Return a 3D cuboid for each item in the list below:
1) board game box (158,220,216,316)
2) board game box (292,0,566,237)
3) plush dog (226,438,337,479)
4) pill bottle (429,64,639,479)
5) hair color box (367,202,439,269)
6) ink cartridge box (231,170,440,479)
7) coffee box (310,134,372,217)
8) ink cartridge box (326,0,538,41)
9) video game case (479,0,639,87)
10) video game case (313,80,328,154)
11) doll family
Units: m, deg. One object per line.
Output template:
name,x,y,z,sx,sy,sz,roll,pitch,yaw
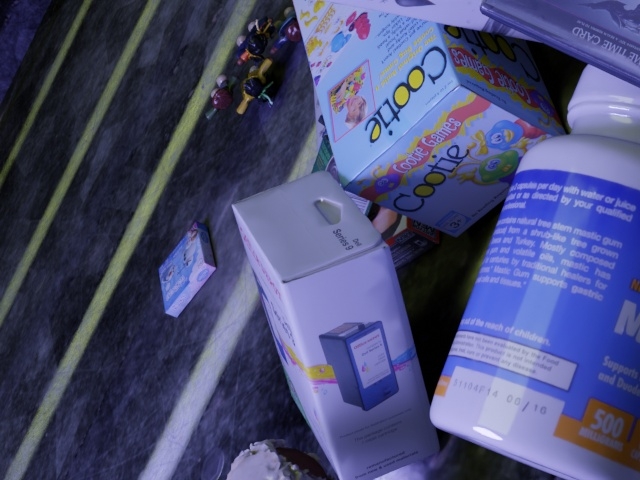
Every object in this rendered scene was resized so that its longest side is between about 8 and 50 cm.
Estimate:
board game box,-0.170,0.036,1.460,0.090,0.020,0.090,-50,34,23
board game box,0.088,-0.165,1.033,0.144,0.142,0.275,-41,45,32
plush dog,-0.022,0.311,0.817,0.211,0.225,0.262,-36,33,4
pill bottle,0.187,0.022,0.776,0.152,0.152,0.272,9,75,59
hair color box,0.075,-0.047,1.114,0.072,0.043,0.141,-35,41,41
ink cartridge box,0.012,0.070,0.952,0.093,0.212,0.154,-20,31,-11
coffee box,0.000,0.000,1.141,0.113,0.040,0.184,-111,39,-63
ink cartridge box,0.142,-0.275,0.864,0.223,0.308,0.129,114,161,-51
video game case,0.248,-0.225,0.717,0.274,0.196,0.026,-63,-11,1
video game case,0.105,-0.259,1.240,0.329,0.036,0.300,-40,38,35
doll family,-0.076,-0.229,1.458,0.193,0.076,0.111,-63,10,11
